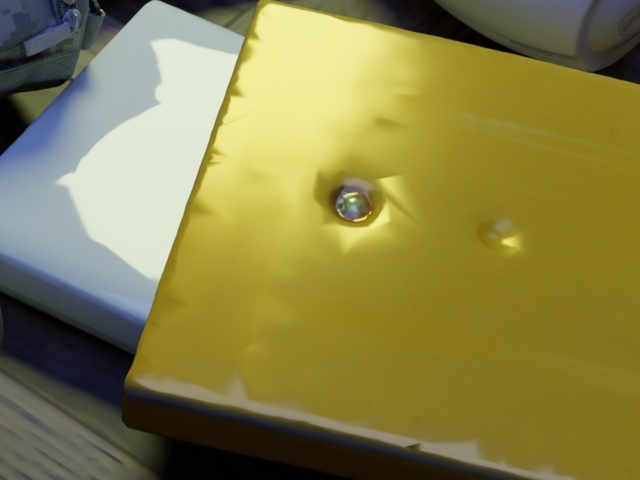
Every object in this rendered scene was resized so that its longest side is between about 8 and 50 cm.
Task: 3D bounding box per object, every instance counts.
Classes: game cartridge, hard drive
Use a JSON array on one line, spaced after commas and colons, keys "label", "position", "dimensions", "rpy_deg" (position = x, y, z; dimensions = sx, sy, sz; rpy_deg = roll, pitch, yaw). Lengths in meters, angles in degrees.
[{"label": "game cartridge", "position": [0.089, 0.012, 0.737], "dimensions": [0.324, 0.052, 0.285], "rpy_deg": [14, 51, 1]}, {"label": "hard drive", "position": [0.000, 0.000, 0.798], "dimensions": [0.353, 0.047, 0.233], "rpy_deg": [24, 49, 11]}]

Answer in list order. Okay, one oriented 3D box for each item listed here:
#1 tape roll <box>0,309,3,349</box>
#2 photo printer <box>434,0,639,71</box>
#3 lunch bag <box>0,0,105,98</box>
[{"label": "tape roll", "position": [-0.251, 0.049, 0.593], "dimensions": [0.219, 0.219, 0.072], "rpy_deg": [6, 49, -4]}, {"label": "photo printer", "position": [0.181, -0.281, 0.948], "dimensions": [0.307, 0.107, 0.256], "rpy_deg": [-50, 58, 7]}, {"label": "lunch bag", "position": [-0.310, -0.146, 0.777], "dimensions": [0.305, 0.212, 0.256], "rpy_deg": [-30, 73, -32]}]
